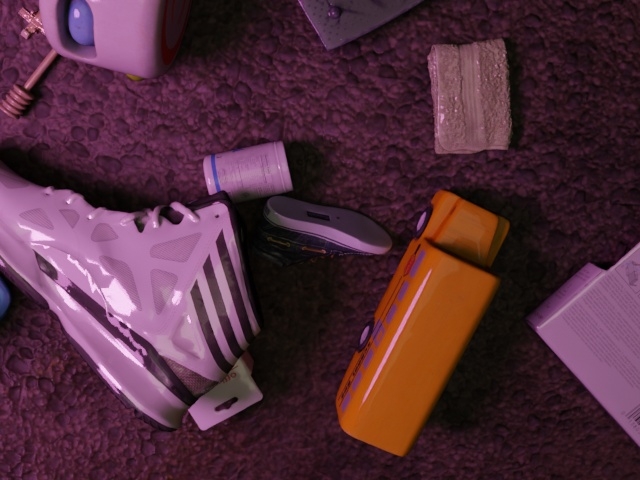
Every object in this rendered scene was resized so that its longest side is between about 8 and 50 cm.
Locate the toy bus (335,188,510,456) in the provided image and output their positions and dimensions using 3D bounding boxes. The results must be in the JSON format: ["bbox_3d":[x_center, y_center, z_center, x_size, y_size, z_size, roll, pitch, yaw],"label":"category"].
[{"bbox_3d":[0.137,0.104,0.950,0.108,0.130,0.332,25,99,-7],"label":"toy bus"}]

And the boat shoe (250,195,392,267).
[{"bbox_3d":[0.000,0.000,0.966,0.184,0.065,0.083,16,127,-17],"label":"boat shoe"}]

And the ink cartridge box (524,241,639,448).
[{"bbox_3d":[0.467,0.134,1.006,0.239,0.060,0.275,-42,99,5],"label":"ink cartridge box"}]

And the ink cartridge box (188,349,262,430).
[{"bbox_3d":[-0.163,0.155,0.984,0.104,0.060,0.180,-29,100,3],"label":"ink cartridge box"}]

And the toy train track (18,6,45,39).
[{"bbox_3d":[-0.356,-0.293,0.916,0.048,0.014,0.083,39,96,-9],"label":"toy train track"}]

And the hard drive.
[{"bbox_3d":[0.076,-0.369,0.898,0.255,0.054,0.172,-31,100,4],"label":"hard drive"}]

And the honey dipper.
[{"bbox_3d":[-0.355,-0.228,0.923,0.030,0.030,0.160,38,93,-8],"label":"honey dipper"}]

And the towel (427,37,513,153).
[{"bbox_3d":[0.201,-0.190,0.951,0.110,0.027,0.148,-6,101,-2],"label":"towel"}]

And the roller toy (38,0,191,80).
[{"bbox_3d":[-0.234,-0.297,0.829,0.146,0.191,0.209,14,100,-4],"label":"roller toy"}]

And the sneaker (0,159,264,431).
[{"bbox_3d":[-0.248,-0.006,0.904,0.257,0.169,0.447,-44,83,-10],"label":"sneaker"}]

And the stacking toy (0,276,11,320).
[{"bbox_3d":[-0.512,0.098,0.837,0.175,0.302,0.165,-37,100,4],"label":"stacking toy"}]

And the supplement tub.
[{"bbox_3d":[-0.094,-0.087,0.936,0.107,0.071,0.070,-12,101,-1],"label":"supplement tub"}]
